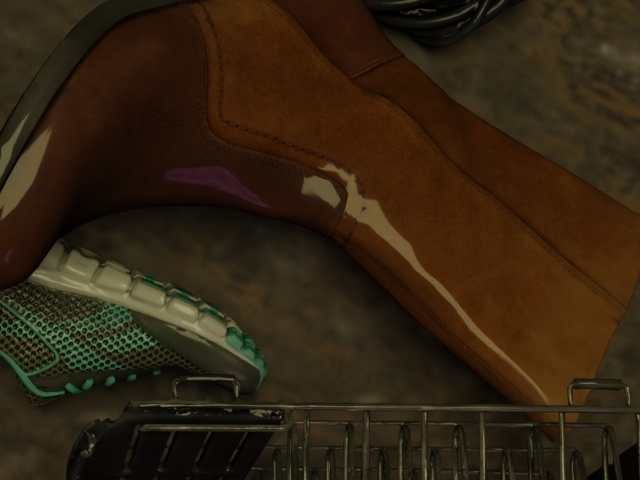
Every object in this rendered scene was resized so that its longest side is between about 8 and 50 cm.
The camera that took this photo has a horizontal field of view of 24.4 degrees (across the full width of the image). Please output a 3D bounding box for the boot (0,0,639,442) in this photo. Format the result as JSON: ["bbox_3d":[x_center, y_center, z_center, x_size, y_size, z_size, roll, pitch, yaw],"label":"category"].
[{"bbox_3d":[0.000,0.000,0.678,0.280,0.096,0.264,41,45,-4],"label":"boot"}]

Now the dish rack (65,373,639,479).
[{"bbox_3d":[0.030,0.117,0.622,0.272,0.208,0.074,3,66,-10],"label":"dish rack"}]

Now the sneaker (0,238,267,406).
[{"bbox_3d":[-0.108,0.045,0.687,0.167,0.065,0.076,22,91,-3],"label":"sneaker"}]

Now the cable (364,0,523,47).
[{"bbox_3d":[0.047,-0.190,0.766,0.151,0.047,0.184,-3,79,-12],"label":"cable"}]
